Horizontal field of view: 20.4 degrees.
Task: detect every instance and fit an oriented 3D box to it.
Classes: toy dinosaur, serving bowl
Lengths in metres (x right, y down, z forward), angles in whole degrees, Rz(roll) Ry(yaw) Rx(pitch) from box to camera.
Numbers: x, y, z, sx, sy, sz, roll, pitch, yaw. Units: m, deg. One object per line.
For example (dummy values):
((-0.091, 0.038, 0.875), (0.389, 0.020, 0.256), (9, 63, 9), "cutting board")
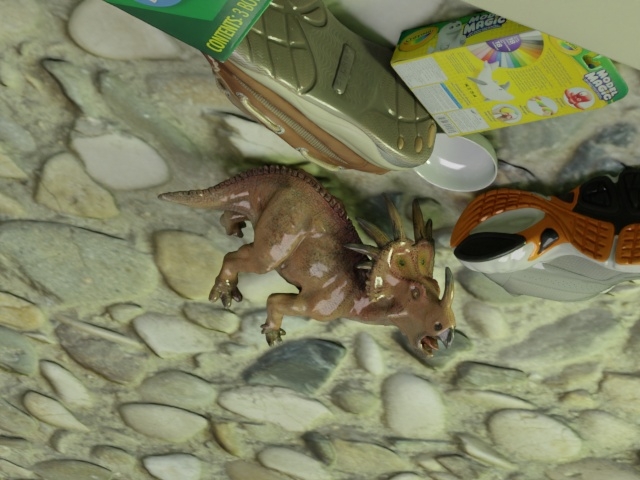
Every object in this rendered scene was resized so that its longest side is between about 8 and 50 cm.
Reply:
((0.000, 0.000, 1.710), (0.296, 0.127, 0.200), (39, 135, -6), "toy dinosaur")
((0.122, -0.080, 1.606), (0.083, 0.027, 0.083), (12, 147, 8), "serving bowl")

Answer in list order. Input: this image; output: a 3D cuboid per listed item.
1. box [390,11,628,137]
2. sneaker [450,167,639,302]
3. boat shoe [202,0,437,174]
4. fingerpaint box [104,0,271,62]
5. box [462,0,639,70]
((0.160, -0.146, 1.478), (0.179, 0.043, 0.105), (-7, 140, 37), "box")
((0.257, 0.006, 1.624), (0.262, 0.099, 0.121), (0, 152, 38), "sneaker")
((-0.044, -0.151, 1.499), (0.324, 0.123, 0.116), (40, 144, -27), "boat shoe")
((-0.123, -0.359, 1.182), (0.371, 0.163, 0.445), (27, 146, -14), "fingerpaint box")
((0.229, -0.209, 1.220), (0.311, 0.148, 0.121), (19, 148, -8), "box")
